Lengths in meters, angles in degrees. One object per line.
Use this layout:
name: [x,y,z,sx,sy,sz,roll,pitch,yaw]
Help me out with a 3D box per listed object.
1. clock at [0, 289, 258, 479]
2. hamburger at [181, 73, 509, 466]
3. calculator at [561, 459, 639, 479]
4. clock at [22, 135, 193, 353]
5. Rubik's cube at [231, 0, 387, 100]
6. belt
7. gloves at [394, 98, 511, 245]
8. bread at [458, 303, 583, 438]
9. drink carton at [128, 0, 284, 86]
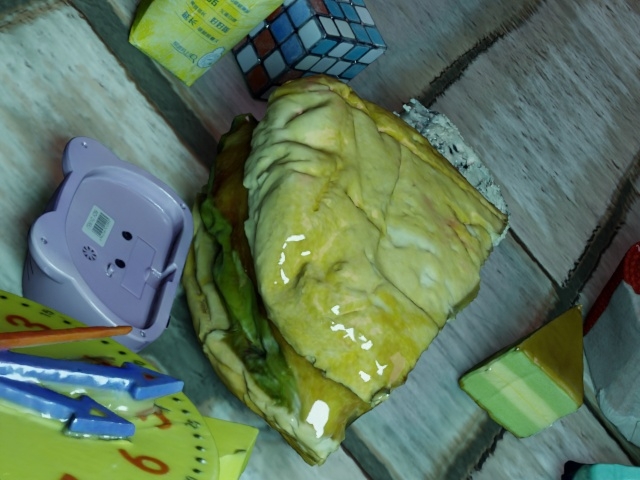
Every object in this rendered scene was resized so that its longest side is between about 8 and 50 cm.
clock: [-0.176,0.076,0.759,0.294,0.071,0.277,19,16,-2]
hamburger: [0.000,-0.003,1.119,0.209,0.162,0.330,47,33,-4]
calculator: [0.313,0.290,1.211,0.248,0.058,0.274,6,44,0]
clock: [-0.147,0.007,1.019,0.110,0.050,0.152,39,33,-20]
Rubik's cube: [-0.017,-0.180,1.346,0.092,0.092,0.092,1,57,-53]
belt: [0.324,0.107,1.472,0.128,0.124,0.201,9,43,-16]
gloves: [0.109,-0.053,1.401,0.153,0.070,0.114,52,30,-4]
bread: [0.174,0.088,1.337,0.084,0.074,0.139,43,33,-20]
drink carton: [-0.060,-0.210,1.214,0.084,0.200,0.074,37,35,-22]
